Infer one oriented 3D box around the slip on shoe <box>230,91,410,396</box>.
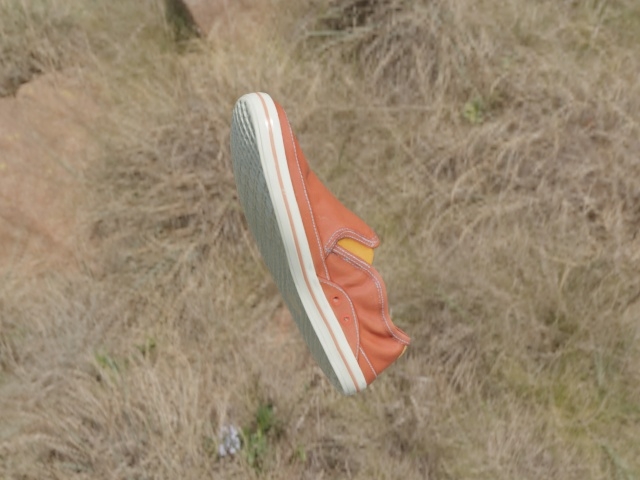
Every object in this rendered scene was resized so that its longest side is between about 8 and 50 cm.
[{"bbox_3d":[0.000,0.000,1.020,0.101,0.331,0.123,-30,26,-13],"label":"slip on shoe"}]
